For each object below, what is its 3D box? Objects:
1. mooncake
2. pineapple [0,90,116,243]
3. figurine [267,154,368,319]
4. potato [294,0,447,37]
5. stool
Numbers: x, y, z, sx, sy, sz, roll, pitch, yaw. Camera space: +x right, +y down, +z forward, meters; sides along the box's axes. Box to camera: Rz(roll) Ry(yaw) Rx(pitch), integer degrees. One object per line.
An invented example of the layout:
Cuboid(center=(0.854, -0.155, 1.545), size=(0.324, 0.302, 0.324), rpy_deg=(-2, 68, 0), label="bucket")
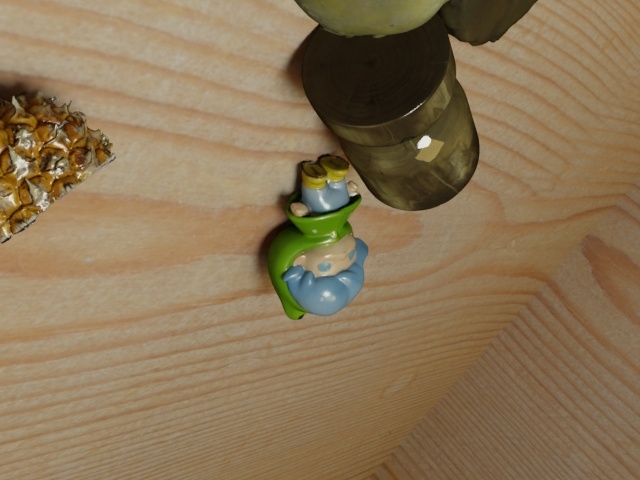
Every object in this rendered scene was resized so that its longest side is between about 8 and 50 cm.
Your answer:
Cuboid(center=(0.198, -0.355, 0.904), size=(0.228, 0.124, 0.228), rpy_deg=(-32, 147, -24), label="mooncake")
Cuboid(center=(-0.292, -0.081, 0.690), size=(0.176, 0.137, 0.161), rpy_deg=(-36, -164, -8), label="pineapple")
Cuboid(center=(0.000, 0.000, 1.160), size=(0.162, 0.143, 0.263), rpy_deg=(-28, 134, -39), label="figurine")
Cuboid(center=(0.067, -0.339, 0.647), size=(0.243, 0.221, 0.326), rpy_deg=(-41, 144, -25), label="potato")
Cuboid(center=(0.101, -0.165, 0.989), size=(0.179, 0.179, 0.264), rpy_deg=(-42, 153, 1), label="stool")
